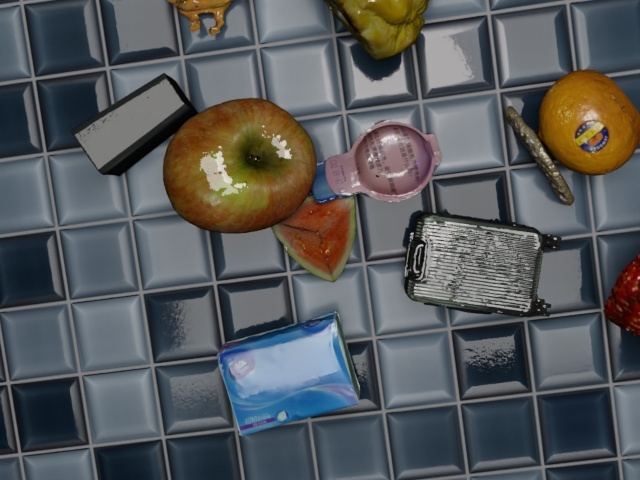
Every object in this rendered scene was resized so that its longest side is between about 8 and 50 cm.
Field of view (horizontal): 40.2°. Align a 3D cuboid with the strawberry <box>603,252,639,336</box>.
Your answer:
[{"bbox_3d":[0.770,0.096,1.779,0.292,0.292,0.343,41,113,-1],"label":"strawberry"}]

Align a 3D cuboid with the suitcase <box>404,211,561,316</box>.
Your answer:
[{"bbox_3d":[0.334,0.052,1.847,0.312,0.128,0.202,8,95,2],"label":"suitcase"}]

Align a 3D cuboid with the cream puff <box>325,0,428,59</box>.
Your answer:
[{"bbox_3d":[0.122,-0.529,1.710,0.257,0.324,0.291,-40,66,4],"label":"cream puff"}]

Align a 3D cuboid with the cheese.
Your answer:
[{"bbox_3d":[0.115,-0.158,1.853,0.286,0.074,0.188,-18,70,1],"label":"cheese"}]

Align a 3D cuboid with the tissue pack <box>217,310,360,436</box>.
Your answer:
[{"bbox_3d":[-0.065,0.286,1.877,0.264,0.146,0.198,-16,93,4],"label":"tissue pack"}]

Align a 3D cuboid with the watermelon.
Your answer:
[{"bbox_3d":[0.000,-0.003,1.882,0.193,0.137,0.145,-18,124,3],"label":"watermelon"}]

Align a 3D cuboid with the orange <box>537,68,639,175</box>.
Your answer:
[{"bbox_3d":[0.543,-0.236,1.773,0.219,0.219,0.193,49,124,-1],"label":"orange"}]

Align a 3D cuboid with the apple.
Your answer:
[{"bbox_3d":[-0.171,-0.148,1.814,0.310,0.250,0.277,4,79,-18],"label":"apple"}]

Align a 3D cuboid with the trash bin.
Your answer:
[{"bbox_3d":[-0.384,-0.246,1.846,0.226,0.165,0.115,-36,91,3],"label":"trash bin"}]

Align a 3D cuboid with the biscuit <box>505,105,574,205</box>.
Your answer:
[{"bbox_3d":[0.459,-0.174,1.821,0.032,0.133,0.250,-33,92,11],"label":"biscuit"}]

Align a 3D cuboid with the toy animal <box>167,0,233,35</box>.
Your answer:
[{"bbox_3d":[-0.213,-0.518,1.859,0.255,0.114,0.116,-4,51,-1],"label":"toy animal"}]
